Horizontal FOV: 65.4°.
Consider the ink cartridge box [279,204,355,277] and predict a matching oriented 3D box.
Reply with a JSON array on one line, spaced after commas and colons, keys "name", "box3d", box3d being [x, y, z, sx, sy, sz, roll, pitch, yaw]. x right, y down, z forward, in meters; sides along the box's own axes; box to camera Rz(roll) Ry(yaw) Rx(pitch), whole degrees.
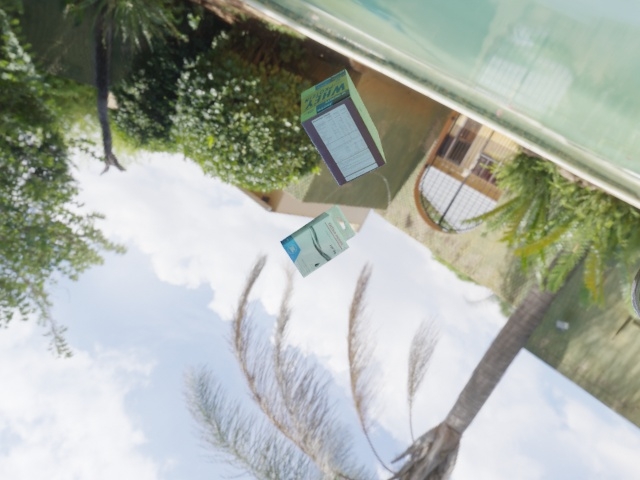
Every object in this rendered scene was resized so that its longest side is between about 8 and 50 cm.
[{"name": "ink cartridge box", "box3d": [0.000, 0.000, 0.590, 0.048, 0.083, 0.028, 57, 177, -16]}]

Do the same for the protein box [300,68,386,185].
[{"name": "protein box", "box3d": [0.056, -0.290, 1.277, 0.201, 0.135, 0.200, 56, -162, -32]}]

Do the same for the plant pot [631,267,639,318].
[{"name": "plant pot", "box3d": [0.919, 0.125, 1.296, 0.237, 0.237, 0.110, 27, -170, 1]}]
